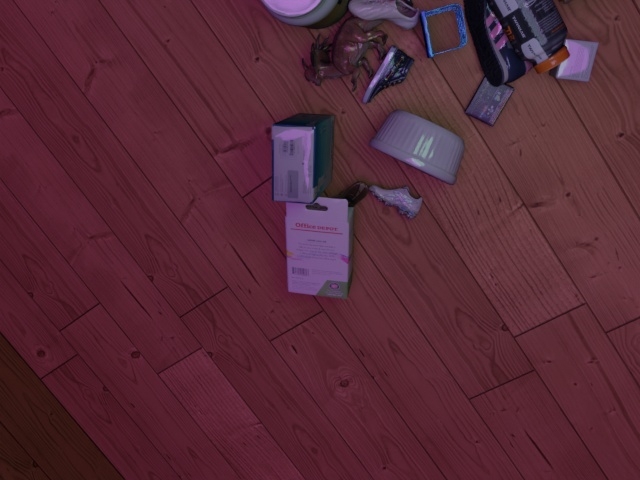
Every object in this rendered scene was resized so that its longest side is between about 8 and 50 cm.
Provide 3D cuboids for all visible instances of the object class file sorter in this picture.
[{"bbox_3d":[0.331,-0.566,1.478,0.104,0.170,0.118,-11,106,12],"label":"file sorter"}]

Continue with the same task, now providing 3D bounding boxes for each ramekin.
[{"bbox_3d":[0.282,-0.269,1.547,0.272,0.273,0.127,27,101,3],"label":"ramekin"}]

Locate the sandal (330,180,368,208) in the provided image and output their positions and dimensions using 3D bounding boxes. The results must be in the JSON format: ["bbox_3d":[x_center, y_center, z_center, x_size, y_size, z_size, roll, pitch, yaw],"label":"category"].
[{"bbox_3d":[0.086,-0.138,1.739,0.072,0.049,0.180,41,129,-18],"label":"sandal"}]

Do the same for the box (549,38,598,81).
[{"bbox_3d":[0.676,-0.484,1.464,0.087,0.102,0.101,9,111,7],"label":"box"}]

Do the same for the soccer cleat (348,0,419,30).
[{"bbox_3d":[0.174,-0.628,1.479,0.196,0.076,0.068,14,74,-2],"label":"soccer cleat"}]

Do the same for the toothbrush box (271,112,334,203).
[{"bbox_3d":[-0.045,-0.249,1.602,0.126,0.295,0.217,6,111,11],"label":"toothbrush box"}]

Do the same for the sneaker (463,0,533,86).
[{"bbox_3d":[0.485,-0.589,1.486,0.131,0.112,0.319,-20,100,-10],"label":"sneaker"}]

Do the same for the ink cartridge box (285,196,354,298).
[{"bbox_3d":[0.000,0.000,1.745,0.207,0.119,0.354,6,119,11],"label":"ink cartridge box"}]

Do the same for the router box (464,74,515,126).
[{"bbox_3d":[0.485,-0.402,1.568,0.092,0.038,0.123,28,113,3],"label":"router box"}]

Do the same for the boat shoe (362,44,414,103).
[{"bbox_3d":[0.196,-0.467,1.596,0.083,0.065,0.183,29,116,-5],"label":"boat shoe"}]

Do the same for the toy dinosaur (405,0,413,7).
[{"bbox_3d":[0.227,-0.699,1.514,0.268,0.064,0.118,29,106,-2],"label":"toy dinosaur"}]

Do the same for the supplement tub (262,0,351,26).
[{"bbox_3d":[-0.038,-0.682,1.438,0.228,0.316,0.229,4,110,11],"label":"supplement tub"}]

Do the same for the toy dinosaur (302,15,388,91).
[{"bbox_3d":[0.074,-0.558,1.567,0.200,0.127,0.296,36,107,6],"label":"toy dinosaur"}]

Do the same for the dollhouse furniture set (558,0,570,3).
[{"bbox_3d":[0.702,-0.649,1.334,0.259,0.262,0.135,-30,104,-12],"label":"dollhouse furniture set"}]

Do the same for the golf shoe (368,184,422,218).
[{"bbox_3d":[0.236,-0.140,1.712,0.176,0.069,0.086,30,92,-2],"label":"golf shoe"}]

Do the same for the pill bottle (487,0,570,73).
[{"bbox_3d":[0.532,-0.547,1.376,0.130,0.130,0.246,-30,100,20],"label":"pill bottle"}]
